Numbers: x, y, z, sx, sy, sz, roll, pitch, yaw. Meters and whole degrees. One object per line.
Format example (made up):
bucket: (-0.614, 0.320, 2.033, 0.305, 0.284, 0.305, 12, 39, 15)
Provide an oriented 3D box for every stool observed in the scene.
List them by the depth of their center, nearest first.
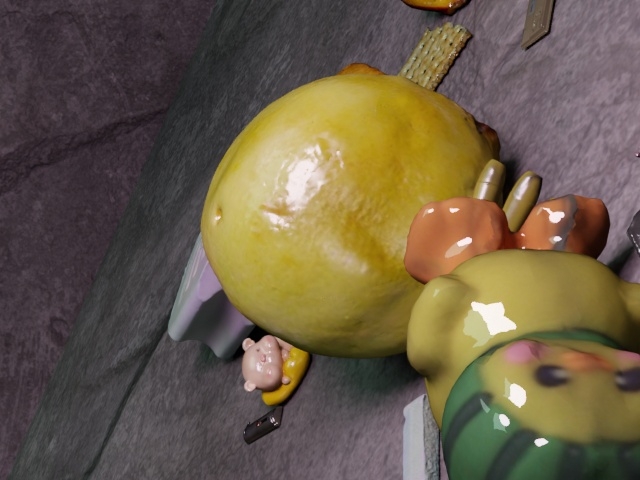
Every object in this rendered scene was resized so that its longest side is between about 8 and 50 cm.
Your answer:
stool: (0.195, -0.005, 1.235, 0.135, 0.134, 0.110, 32, 90, 25)

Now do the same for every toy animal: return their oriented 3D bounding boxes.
toy animal: (0.178, 0.115, 1.030, 0.338, 0.216, 0.191, -99, 14, -53)
toy animal: (-0.064, 0.156, 1.694, 0.091, 0.082, 0.114, -41, 29, 42)

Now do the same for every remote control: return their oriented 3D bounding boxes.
remote control: (-0.080, 0.249, 1.713, 0.091, 0.016, 0.034, -39, 36, 49)

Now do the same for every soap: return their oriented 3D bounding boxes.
soap: (-0.120, 0.028, 1.838, 0.347, 0.115, 0.208, 129, 158, -63)

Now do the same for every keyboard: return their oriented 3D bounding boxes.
keyboard: (0.271, -0.293, 1.544, 0.049, 0.015, 0.129, -41, 29, 55)

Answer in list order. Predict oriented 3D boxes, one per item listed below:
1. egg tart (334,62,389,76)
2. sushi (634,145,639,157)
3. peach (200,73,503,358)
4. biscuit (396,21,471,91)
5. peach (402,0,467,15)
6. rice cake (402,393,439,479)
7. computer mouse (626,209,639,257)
egg tart: (0.052, -0.134, 1.635, 0.147, 0.202, 0.202, -55, 20, -8)
sushi: (0.331, -0.055, 0.977, 0.241, 0.107, 0.161, -41, 28, 60)
peach: (0.037, -0.029, 1.396, 0.315, 0.314, 0.281, -59, 0, 0)
biscuit: (0.135, -0.226, 1.778, 0.203, 0.016, 0.144, -57, 21, 17)
peach: (0.187, -0.428, 1.727, 0.267, 0.159, 0.154, -29, 33, 59)
rice cake: (0.099, 0.235, 1.279, 0.042, 0.030, 0.180, -41, 29, 35)
computer mouse: (0.296, 0.012, 1.016, 0.047, 0.079, 0.135, -54, 27, 34)
